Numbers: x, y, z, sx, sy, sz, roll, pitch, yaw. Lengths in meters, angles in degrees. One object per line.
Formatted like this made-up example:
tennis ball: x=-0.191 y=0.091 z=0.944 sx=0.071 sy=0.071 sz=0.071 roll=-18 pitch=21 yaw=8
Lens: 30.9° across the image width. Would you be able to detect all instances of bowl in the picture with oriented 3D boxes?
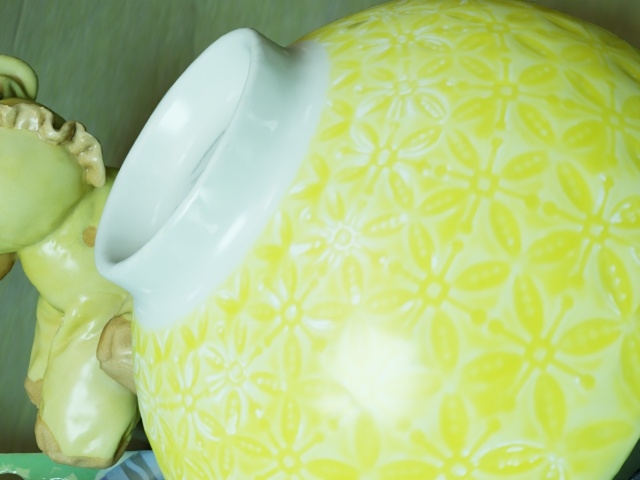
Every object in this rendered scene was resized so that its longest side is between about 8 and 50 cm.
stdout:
bowl: x=0.000 y=0.000 z=0.492 sx=0.289 sy=0.156 sz=0.289 roll=-44 pitch=27 yaw=30

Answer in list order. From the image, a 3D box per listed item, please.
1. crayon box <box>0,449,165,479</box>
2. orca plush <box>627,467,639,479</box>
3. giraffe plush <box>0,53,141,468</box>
crayon box: x=-0.187 y=0.255 z=0.588 sx=0.203 sy=0.083 sz=0.323 roll=-2 pitch=64 yaw=3
orca plush: x=0.203 y=0.089 z=0.399 sx=0.151 sy=0.102 sz=0.287 roll=49 pitch=126 yaw=-2
giraffe plush: x=-0.146 y=-0.003 z=0.647 sx=0.210 sy=0.170 sz=0.181 roll=-54 pitch=27 yaw=12
